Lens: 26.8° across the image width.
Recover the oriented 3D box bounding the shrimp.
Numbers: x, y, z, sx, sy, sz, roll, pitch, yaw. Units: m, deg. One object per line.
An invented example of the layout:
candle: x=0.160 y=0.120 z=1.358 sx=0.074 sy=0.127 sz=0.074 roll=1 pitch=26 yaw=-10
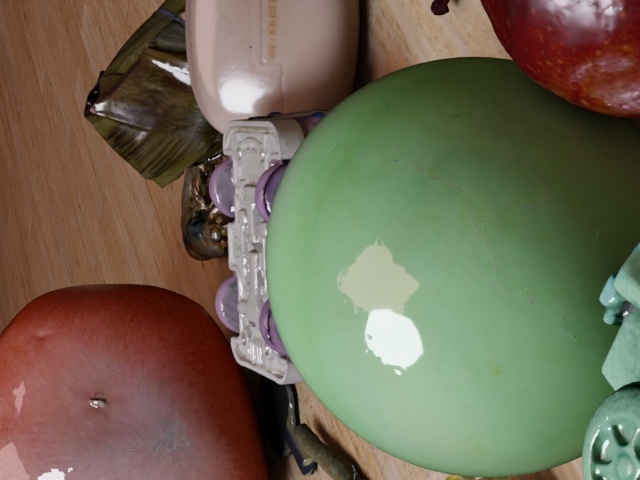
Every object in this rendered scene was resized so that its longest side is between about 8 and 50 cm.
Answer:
shrimp: x=-0.123 y=-0.044 z=1.472 sx=0.251 sy=0.052 sz=0.143 roll=-167 pitch=77 yaw=-69

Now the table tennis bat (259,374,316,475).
table tennis bat: x=-0.036 y=0.181 z=1.339 sx=0.158 sy=0.014 sz=0.095 roll=-126 pitch=38 yaw=-56

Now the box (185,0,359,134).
box: x=-0.040 y=-0.178 z=1.112 sx=0.088 sy=0.146 sz=0.200 roll=-51 pitch=-38 yaw=-73

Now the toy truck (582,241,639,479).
toy truck: x=0.217 y=0.094 z=0.487 sx=0.279 sy=0.155 sz=0.156 roll=-121 pitch=42 yaw=-50

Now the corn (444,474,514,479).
corn: x=0.091 y=0.290 z=0.913 sx=0.123 sy=0.122 sz=0.305 roll=34 pitch=134 yaw=29

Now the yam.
yam: x=0.026 y=0.213 z=1.165 sx=0.029 sy=0.027 sz=0.234 roll=56 pitch=172 yaw=-30

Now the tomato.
tomato: x=-0.218 y=0.209 z=1.360 sx=0.273 sy=0.341 sz=0.341 roll=126 pitch=136 yaw=-74

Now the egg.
egg: x=0.080 y=0.010 z=0.725 sx=0.269 sy=0.220 sz=0.220 roll=-129 pitch=40 yaw=-67

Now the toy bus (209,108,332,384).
toy bus: x=0.000 y=0.000 z=1.036 sx=0.142 sy=0.142 sz=0.202 roll=-165 pitch=71 yaw=-67

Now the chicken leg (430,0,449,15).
chicken leg: x=0.074 y=-0.213 z=0.862 sx=0.322 sy=0.083 sz=0.177 roll=44 pitch=159 yaw=59

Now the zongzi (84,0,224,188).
zongzi: x=-0.082 y=-0.208 z=1.294 sx=0.300 sy=0.138 sz=0.286 roll=-51 pitch=7 yaw=11

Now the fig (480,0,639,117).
fig: x=0.153 y=-0.122 z=0.633 sx=0.207 sy=0.175 sz=0.175 roll=81 pitch=171 yaw=-52
